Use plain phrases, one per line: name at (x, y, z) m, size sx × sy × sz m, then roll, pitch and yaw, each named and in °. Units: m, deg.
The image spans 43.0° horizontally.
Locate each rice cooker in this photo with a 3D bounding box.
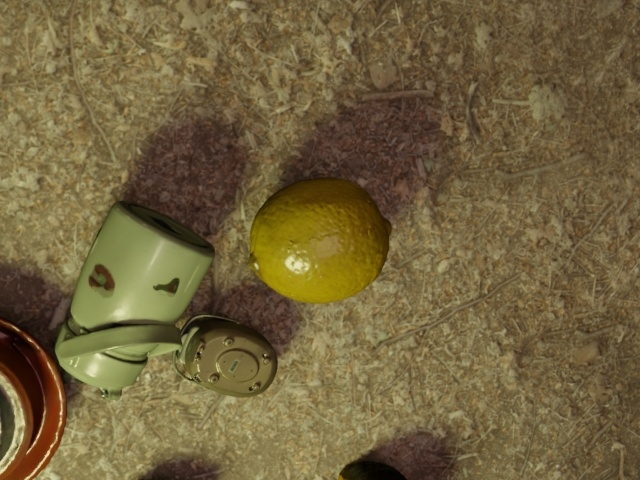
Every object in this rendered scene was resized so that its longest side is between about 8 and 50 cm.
rice cooker at (-0.180, 0.228, 1.580) m, size 0.206 × 0.127 × 0.145 m, roll 23°, pitch 88°, yaw -26°

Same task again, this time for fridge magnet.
fridge magnet at (-0.633, 0.298, 1.423) m, size 0.364 × 0.155 × 0.363 m, roll -1°, pitch 99°, yaw -7°

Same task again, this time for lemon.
lemon at (-0.001, -0.001, 1.551) m, size 0.267 × 0.267 × 0.267 m, roll -2°, pitch 96°, yaw -17°

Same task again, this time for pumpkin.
pumpkin at (0.077, 0.591, 1.690) m, size 0.280 × 0.139 × 0.190 m, roll -35°, pitch 108°, yaw -14°

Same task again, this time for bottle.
bottle at (-0.351, 0.127, 1.473) m, size 0.229 × 0.229 × 0.351 m, roll 27°, pitch 93°, yaw -18°
